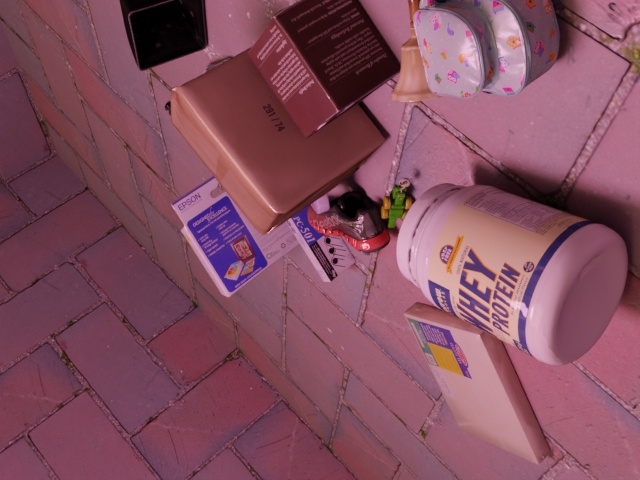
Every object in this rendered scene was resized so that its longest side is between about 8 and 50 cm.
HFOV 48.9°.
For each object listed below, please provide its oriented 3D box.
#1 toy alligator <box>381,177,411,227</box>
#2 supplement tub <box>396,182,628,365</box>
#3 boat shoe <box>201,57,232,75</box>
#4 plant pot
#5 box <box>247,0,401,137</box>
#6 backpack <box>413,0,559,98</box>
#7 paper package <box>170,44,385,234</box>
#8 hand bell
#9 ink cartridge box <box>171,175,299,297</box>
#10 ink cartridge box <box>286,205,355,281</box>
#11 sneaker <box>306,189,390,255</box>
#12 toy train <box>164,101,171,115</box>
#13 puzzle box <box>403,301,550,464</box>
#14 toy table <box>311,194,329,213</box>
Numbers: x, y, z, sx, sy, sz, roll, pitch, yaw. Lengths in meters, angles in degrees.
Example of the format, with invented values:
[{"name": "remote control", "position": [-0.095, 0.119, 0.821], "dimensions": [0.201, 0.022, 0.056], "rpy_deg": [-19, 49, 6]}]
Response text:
[{"name": "toy alligator", "position": [0.165, -0.094, 1.507], "dimensions": [0.189, 0.056, 0.051], "rpy_deg": [97, 171, -59]}, {"name": "supplement tub", "position": [0.312, 0.041, 1.189], "dimensions": [0.325, 0.235, 0.235], "rpy_deg": [27, 146, 44]}, {"name": "boat shoe", "position": [-0.281, -0.418, 1.831], "dimensions": [0.083, 0.076, 0.226], "rpy_deg": [57, 156, -9]}, {"name": "plant pot", "position": [-0.407, -0.567, 1.741], "dimensions": [0.167, 0.188, 0.188], "rpy_deg": [56, 160, 23]}, {"name": "box", "position": [0.004, -0.335, 1.311], "dimensions": [0.203, 0.167, 0.168], "rpy_deg": [55, 156, -7]}, {"name": "backpack", "position": [0.234, -0.285, 0.999], "dimensions": [0.188, 0.144, 0.165], "rpy_deg": [15, 132, 46]}, {"name": "paper package", "position": [-0.090, -0.229, 1.452], "dimensions": [0.324, 0.310, 0.168], "rpy_deg": [52, 158, 3]}, {"name": "hand bell", "position": [0.154, -0.355, 1.121], "dimensions": [0.126, 0.126, 0.241], "rpy_deg": [20, 129, 52]}, {"name": "ink cartridge box", "position": [-0.226, -0.052, 1.962], "dimensions": [0.072, 0.304, 0.307], "rpy_deg": [2, 125, 60]}, {"name": "ink cartridge box", "position": [0.000, 0.000, 1.877], "dimensions": [0.207, 0.097, 0.046], "rpy_deg": [59, 156, -13]}, {"name": "sneaker", "position": [0.055, -0.066, 1.689], "dimensions": [0.276, 0.098, 0.135], "rpy_deg": [25, 139, 51]}, {"name": "toy train", "position": [-0.441, -0.381, 2.243], "dimensions": [0.158, 0.027, 0.036], "rpy_deg": [50, 146, 8]}, {"name": "puzzle box", "position": [0.380, 0.344, 1.723], "dimensions": [0.272, 0.052, 0.408], "rpy_deg": [11, 133, 57]}, {"name": "toy table", "position": [-0.100, -0.161, 1.640], "dimensions": [0.252, 0.161, 0.274], "rpy_deg": [81, 167, -51]}]
